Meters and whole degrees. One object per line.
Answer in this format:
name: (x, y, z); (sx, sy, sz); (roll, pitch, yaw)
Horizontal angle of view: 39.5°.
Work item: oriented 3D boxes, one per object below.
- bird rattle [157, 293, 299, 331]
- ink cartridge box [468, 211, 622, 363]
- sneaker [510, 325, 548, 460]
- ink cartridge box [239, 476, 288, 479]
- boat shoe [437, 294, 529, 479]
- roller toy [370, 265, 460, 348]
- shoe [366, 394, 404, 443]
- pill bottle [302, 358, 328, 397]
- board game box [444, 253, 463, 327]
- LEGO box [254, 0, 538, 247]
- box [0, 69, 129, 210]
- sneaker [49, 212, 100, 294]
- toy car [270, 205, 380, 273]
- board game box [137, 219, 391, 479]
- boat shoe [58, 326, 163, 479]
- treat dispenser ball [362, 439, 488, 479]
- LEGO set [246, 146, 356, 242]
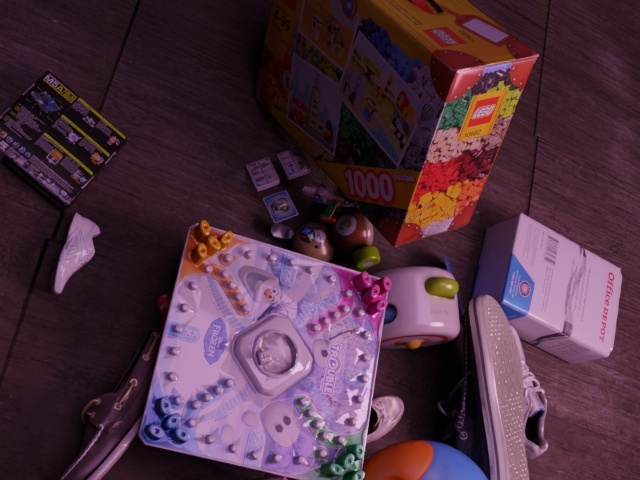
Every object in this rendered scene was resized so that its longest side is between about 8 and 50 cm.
bird rattle: (-0.175, 0.102, 1.645); (0.253, 0.143, 0.207); (3, 61, -15)
ink cartridge box: (0.505, 0.112, 1.986); (0.307, 0.129, 0.223); (27, 63, -19)
sneaker: (0.423, 0.319, 1.875); (0.111, 0.129, 0.297); (0, 73, -27)
ink cartridge box: (-0.054, 0.542, 1.491); (0.117, 0.207, 0.283); (-39, 95, -31)
boat shoe: (0.315, 0.358, 1.767); (0.187, 0.156, 0.500); (11, 74, -57)
roller toy: (0.177, 0.142, 1.760); (0.191, 0.209, 0.146); (-5, 74, 4)
shoe: (0.084, 0.358, 1.715); (0.219, 0.058, 0.077); (-21, 85, -32)
pill bottle: (0.001, 0.195, 1.670); (0.146, 0.146, 0.264); (30, 62, -18)
board game box: (0.271, 0.113, 1.884); (0.033, 0.133, 0.169); (-15, 77, 12)
LEGO box: (0.108, -0.296, 1.630); (0.193, 0.372, 0.500); (-16, 48, -32)
box: (-0.472, -0.179, 1.587); (0.190, 0.045, 0.184); (40, 57, -11)
sneaker: (-0.424, 0.027, 1.541); (0.061, 0.053, 0.152); (26, 63, -23)
toy car: (0.000, 0.000, 1.745); (0.188, 0.149, 0.155); (-6, 66, -18)
board game box: (-0.076, 0.193, 1.524); (0.390, 0.050, 0.390); (17, 66, -16)
boat shoe: (-0.335, 0.283, 1.476); (0.096, 0.116, 0.324); (41, 55, -6)
treat dispenser ball: (0.177, 0.502, 1.584); (0.288, 0.288, 0.288); (9, 70, -27)
LEGO set: (-0.022, -0.089, 1.720); (0.182, 0.060, 0.244); (-21, 47, -8)
